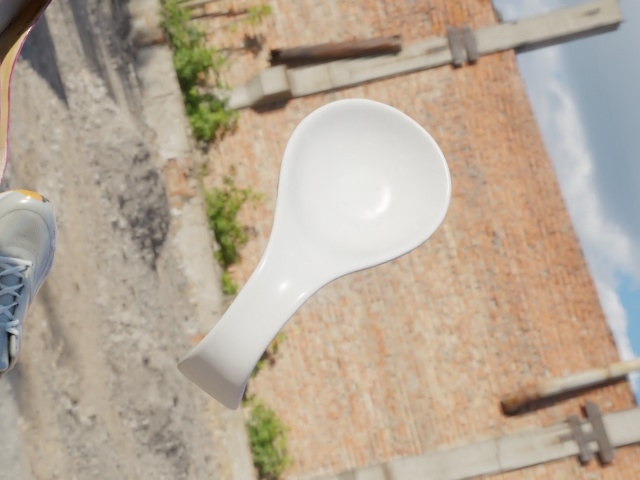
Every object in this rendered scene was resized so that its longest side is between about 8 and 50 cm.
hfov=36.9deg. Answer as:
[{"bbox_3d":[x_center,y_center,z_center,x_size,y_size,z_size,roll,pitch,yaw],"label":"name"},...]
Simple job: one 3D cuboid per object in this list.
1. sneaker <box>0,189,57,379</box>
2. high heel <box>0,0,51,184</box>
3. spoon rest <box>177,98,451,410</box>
[{"bbox_3d":[-0.341,0.076,1.022,0.121,0.099,0.262,45,-65,54],"label":"sneaker"},{"bbox_3d":[-0.196,-0.138,0.634,0.244,0.117,0.082,-59,164,-33],"label":"high heel"},{"bbox_3d":[0.000,0.000,0.730,0.137,0.276,0.084,36,-23,1],"label":"spoon rest"}]
